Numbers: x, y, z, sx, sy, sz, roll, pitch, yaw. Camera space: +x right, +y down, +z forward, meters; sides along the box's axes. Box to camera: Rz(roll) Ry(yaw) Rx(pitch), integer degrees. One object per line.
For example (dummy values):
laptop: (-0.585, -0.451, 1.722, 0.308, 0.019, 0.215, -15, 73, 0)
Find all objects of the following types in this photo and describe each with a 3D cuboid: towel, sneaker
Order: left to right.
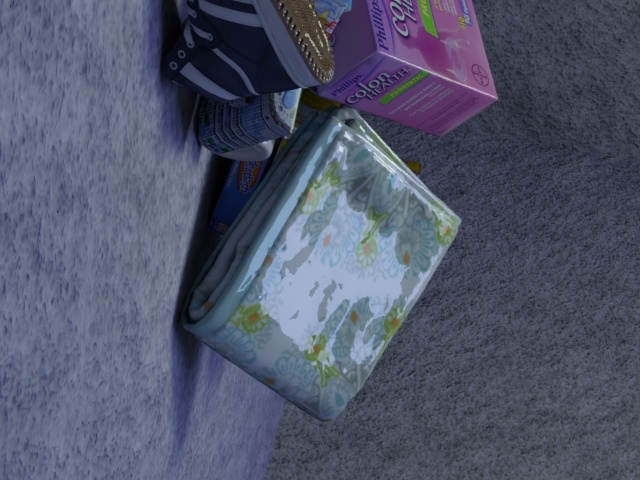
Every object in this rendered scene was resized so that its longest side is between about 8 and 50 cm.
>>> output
sneaker: (-0.110, -0.255, 1.104, 0.282, 0.153, 0.099, 61, 30, -31)
towel: (0.014, 0.038, 1.575, 0.320, 0.090, 0.374, 40, 80, -37)

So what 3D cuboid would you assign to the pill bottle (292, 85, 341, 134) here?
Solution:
pill bottle: (-0.005, -0.252, 1.722, 0.245, 0.136, 0.136, -35, -141, 62)

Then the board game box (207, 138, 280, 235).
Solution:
board game box: (-0.089, -0.123, 1.589, 0.160, 0.047, 0.210, -68, -179, -68)

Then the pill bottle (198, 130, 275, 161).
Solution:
pill bottle: (-0.090, -0.192, 1.397, 0.094, 0.094, 0.169, 87, 15, -72)

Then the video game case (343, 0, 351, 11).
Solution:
video game case: (-0.016, -0.438, 1.293, 0.244, 0.061, 0.269, -115, -156, -45)

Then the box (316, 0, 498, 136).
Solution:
box: (0.105, -0.286, 1.549, 0.117, 0.243, 0.213, -33, -123, 40)

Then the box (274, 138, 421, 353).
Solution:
box: (0.000, 0.000, 1.807, 0.177, 0.279, 0.290, -60, 159, -78)

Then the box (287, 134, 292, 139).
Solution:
box: (0.001, -0.146, 1.991, 0.113, 0.094, 0.275, 46, 34, -64)

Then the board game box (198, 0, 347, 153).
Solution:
board game box: (-0.061, -0.209, 1.255, 0.194, 0.060, 0.194, -10, -117, 52)
